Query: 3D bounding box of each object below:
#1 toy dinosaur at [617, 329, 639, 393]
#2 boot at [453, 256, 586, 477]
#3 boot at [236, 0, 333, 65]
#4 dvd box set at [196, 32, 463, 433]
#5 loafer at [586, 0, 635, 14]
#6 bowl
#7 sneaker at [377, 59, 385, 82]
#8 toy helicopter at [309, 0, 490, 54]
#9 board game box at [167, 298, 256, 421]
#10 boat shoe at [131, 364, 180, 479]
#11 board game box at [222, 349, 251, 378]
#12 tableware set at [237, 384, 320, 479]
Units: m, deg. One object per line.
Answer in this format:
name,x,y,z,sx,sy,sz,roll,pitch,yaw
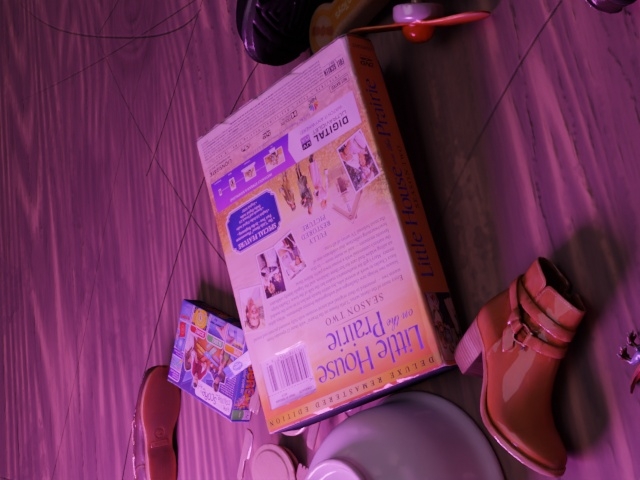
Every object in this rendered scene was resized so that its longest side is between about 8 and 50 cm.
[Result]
toy dinosaur,0.327,0.100,0.980,0.082,0.047,0.090,0,117,44
boot,0.225,0.126,1.065,0.152,0.073,0.197,-53,49,27
boot,-0.089,-0.428,1.508,0.260,0.131,0.348,17,87,45
dvd box set,0.000,0.000,1.303,0.307,0.062,0.421,-30,69,40
loafer,0.261,-0.300,1.095,0.078,0.080,0.220,-63,36,38
bowl,0.065,0.320,1.188,0.297,0.134,0.298,-11,76,51
sneaker,0.013,-0.178,1.399,0.209,0.069,0.082,-28,52,46
toy helicopter,0.085,-0.321,1.306,0.355,0.140,0.235,-42,61,54
board game box,-0.161,0.179,1.583,0.201,0.035,0.136,20,100,52
boat shoe,-0.274,0.304,1.676,0.073,0.073,0.207,-5,80,50
board game box,-0.079,0.149,1.440,0.090,0.090,0.020,-38,86,42
tableware set,-0.045,0.268,1.418,0.128,0.039,0.194,25,110,39
